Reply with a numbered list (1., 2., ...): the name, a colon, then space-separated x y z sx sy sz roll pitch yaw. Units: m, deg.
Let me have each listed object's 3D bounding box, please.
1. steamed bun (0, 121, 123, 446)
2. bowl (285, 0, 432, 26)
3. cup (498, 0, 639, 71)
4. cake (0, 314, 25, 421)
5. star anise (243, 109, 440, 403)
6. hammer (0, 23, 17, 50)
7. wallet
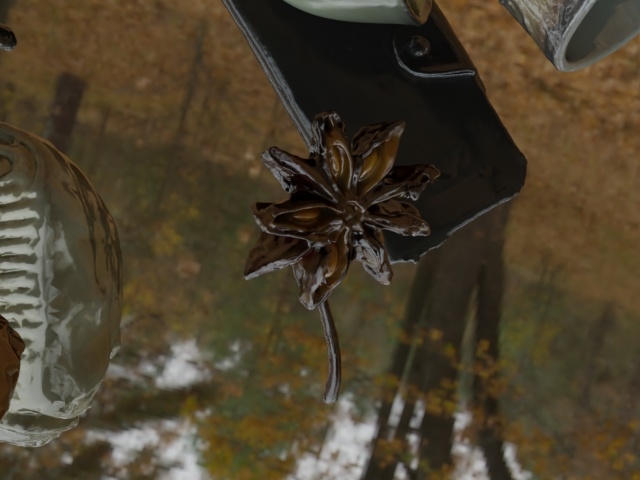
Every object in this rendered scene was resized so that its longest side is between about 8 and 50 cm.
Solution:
1. steamed bun: -0.212 0.022 0.883 0.211 0.218 0.144 2 -166 24
2. bowl: -0.013 -0.361 1.267 0.185 0.354 0.354 -4 176 13
3. cup: 0.224 -0.324 1.108 0.257 0.301 0.227 52 166 12
4. cake: -0.242 0.127 0.429 0.198 0.293 0.196 27 161 -37
5. star anise: 0.000 0.003 1.118 0.177 0.234 0.073 27 180 -33
6. hammer: -0.328 -0.201 1.035 0.246 0.029 0.103 23 -144 -48
7. wallet: 0.055 -0.167 1.444 0.377 0.197 0.051 61 -176 3
